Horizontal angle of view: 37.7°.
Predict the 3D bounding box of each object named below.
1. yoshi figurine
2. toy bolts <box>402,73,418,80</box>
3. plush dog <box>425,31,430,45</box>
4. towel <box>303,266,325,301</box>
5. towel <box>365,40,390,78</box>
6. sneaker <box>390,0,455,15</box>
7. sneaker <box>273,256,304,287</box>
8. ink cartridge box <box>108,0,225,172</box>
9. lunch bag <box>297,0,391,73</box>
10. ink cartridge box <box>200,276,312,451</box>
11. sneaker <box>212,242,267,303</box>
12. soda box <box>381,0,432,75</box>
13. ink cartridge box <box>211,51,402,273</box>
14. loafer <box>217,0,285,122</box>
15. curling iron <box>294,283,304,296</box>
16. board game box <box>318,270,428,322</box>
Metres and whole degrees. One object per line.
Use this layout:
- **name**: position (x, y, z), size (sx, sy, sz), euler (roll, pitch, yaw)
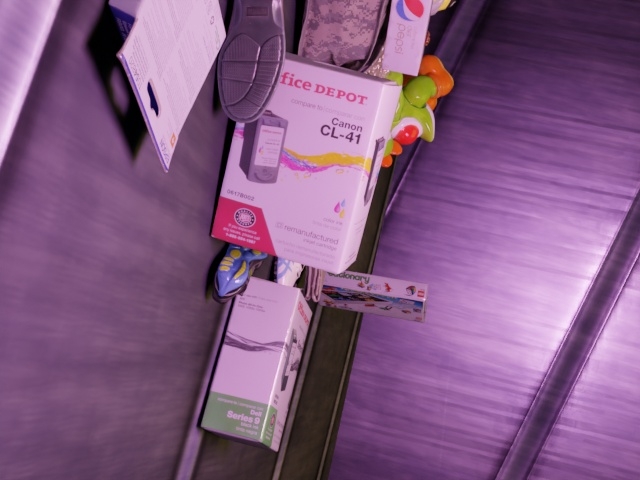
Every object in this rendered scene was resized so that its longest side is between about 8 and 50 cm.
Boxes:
- **yoshi figurine**: position (0.118, -0.291, 2.091), size (0.362, 0.203, 0.204), euler (-41, 127, -32)
- **toy bolts**: position (0.147, -0.393, 2.337), size (0.158, 0.218, 0.228), euler (-82, -165, -46)
- **plush dog**: position (0.114, -0.513, 2.056), size (0.262, 0.210, 0.225), euler (-60, 137, -59)
- **towel**: position (0.000, 0.000, 2.302), size (0.282, 0.049, 0.187), euler (-75, 173, -53)
- **towel**: position (0.126, -0.413, 1.970), size (0.148, 0.110, 0.027), euler (-52, -169, 10)
- **sneaker**: position (0.172, -0.629, 1.949), size (0.145, 0.147, 0.385), euler (138, -59, -67)
- **sneaker**: position (-0.045, 0.024, 2.015), size (0.085, 0.086, 0.237), euler (89, 17, -57)
- **ink cartridge box**: position (-0.179, -0.229, 1.070), size (0.223, 0.045, 0.224), euler (83, 22, -60)
- **lunch bag**: position (0.054, -0.444, 1.795), size (0.287, 0.169, 0.235), euler (103, 3, -46)
- **ink cartridge box**: position (-0.114, 0.234, 1.762), size (0.211, 0.121, 0.289), euler (71, 32, -72)
- **sneaker**: position (-0.144, 0.050, 1.590), size (0.078, 0.067, 0.188), euler (-59, 180, 24)
- **soda box**: position (0.167, -0.418, 1.743), size (0.216, 0.074, 0.069), euler (96, 8, -46)
- **ink cartridge box**: position (-0.024, -0.127, 1.483), size (0.131, 0.226, 0.306), euler (-35, 140, -71)
- **loafer**: position (-0.090, -0.306, 1.359), size (0.084, 0.096, 0.268), euler (-63, 161, -76)
- **curling iron**: position (-0.084, 0.231, 2.177), size (0.068, 0.035, 0.274), euler (79, 24, -65)
- **board game box**: position (0.140, 0.149, 2.556), size (0.193, 0.305, 0.053), euler (80, 21, -67)
